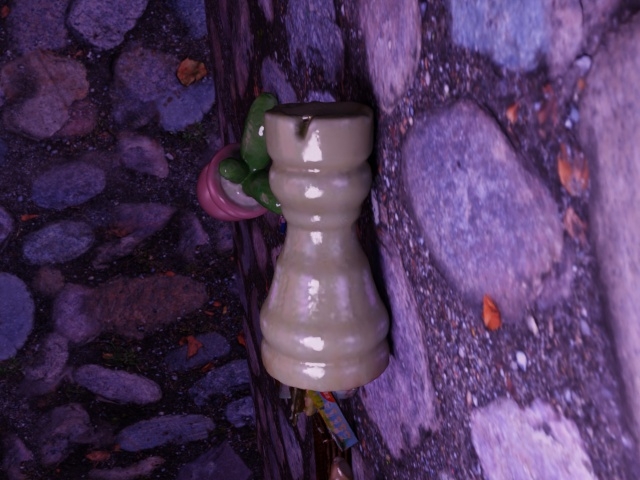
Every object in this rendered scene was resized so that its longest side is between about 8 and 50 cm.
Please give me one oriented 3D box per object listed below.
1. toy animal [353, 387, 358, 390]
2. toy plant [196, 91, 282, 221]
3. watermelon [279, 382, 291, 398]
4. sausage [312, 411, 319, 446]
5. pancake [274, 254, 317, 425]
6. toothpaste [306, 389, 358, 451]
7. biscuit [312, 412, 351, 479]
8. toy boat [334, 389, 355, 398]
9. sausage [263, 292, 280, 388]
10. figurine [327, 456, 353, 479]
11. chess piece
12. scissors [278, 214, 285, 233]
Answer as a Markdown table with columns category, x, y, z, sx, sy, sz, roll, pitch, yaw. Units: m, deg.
| category | x | y | z | sx | sy | sz | roll | pitch | yaw |
| --- | --- | --- | --- | --- | --- | --- | --- | --- | --- |
| toy animal | 0.028 | 0.163 | 1.505 | 0.073 | 0.176 | 0.217 | -11 | -56 | -84 |
| toy plant | -0.201 | -0.192 | 2.122 | 0.356 | 0.210 | 0.317 | 155 | 108 | -65 |
| watermelon | -0.063 | 0.317 | 2.173 | 0.241 | 0.094 | 0.154 | 101 | 166 | -55 |
| sausage | 0.001 | 0.495 | 2.090 | 0.269 | 0.033 | 0.033 | 98 | 159 | -55 |
| pancake | -0.060 | 0.248 | 1.993 | 0.427 | 0.067 | 0.305 | -112 | 29 | -45 |
| toothpaste | 0.024 | 0.369 | 1.698 | 0.193 | 0.044 | 0.070 | 62 | 177 | -29 |
| biscuit | 0.030 | 0.530 | 1.893 | 0.106 | 0.070 | 0.252 | -117 | 21 | -59 |
| toy boat | 0.045 | 0.254 | 1.643 | 0.207 | 0.079 | 0.134 | 81 | 173 | -66 |
| sausage | -0.115 | 0.327 | 2.412 | 0.082 | 0.082 | 0.371 | -120 | 23 | -60 |
| figurine | 0.065 | 0.577 | 1.575 | 0.247 | 0.173 | 0.177 | -66 | 22 | 6 |
| chess piece | 0.000 | 0.000 | 1.300 | 0.234 | 0.234 | 0.442 | -132 | 37 | -69 |
| scissors | -0.106 | -0.058 | 2.214 | 0.113 | 0.012 | 0.039 | 105 | 153 | -63 |
